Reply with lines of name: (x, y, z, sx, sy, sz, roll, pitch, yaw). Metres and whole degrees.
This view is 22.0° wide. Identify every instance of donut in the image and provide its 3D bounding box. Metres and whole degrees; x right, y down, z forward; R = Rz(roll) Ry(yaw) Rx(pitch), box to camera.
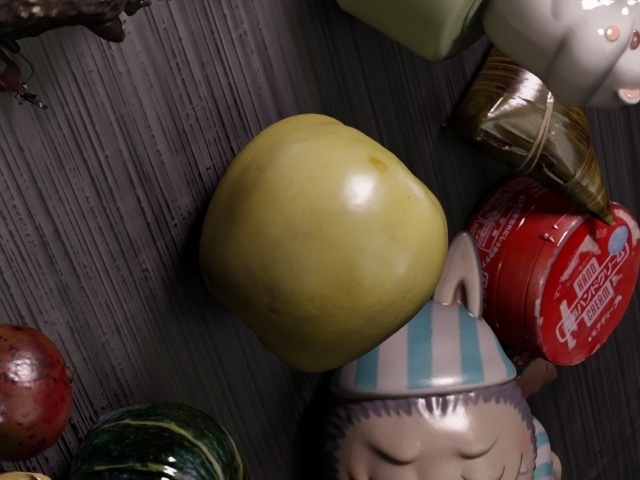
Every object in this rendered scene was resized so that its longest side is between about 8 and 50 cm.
donut: (0.244, 0.204, 2.180, 0.166, 0.065, 0.117, -58, 142, -15)

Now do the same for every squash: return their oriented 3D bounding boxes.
squash: (-0.165, 0.287, 1.618, 0.252, 0.165, 0.252, 8, 90, -74)

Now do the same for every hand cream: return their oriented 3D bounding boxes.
hand cream: (0.287, 0.034, 2.089, 0.230, 0.149, 0.230, -26, 128, -40)

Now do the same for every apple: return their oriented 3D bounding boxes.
apple: (0.000, 0.000, 1.662, 0.262, 0.262, 0.262, -24, 123, -42)

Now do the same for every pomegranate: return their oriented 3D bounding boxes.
pomegranate: (-0.298, 0.142, 1.473, 0.159, 0.129, 0.129, -16, 118, -35)

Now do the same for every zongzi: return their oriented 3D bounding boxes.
zongzi: (0.302, -0.176, 1.976, 0.241, 0.111, 0.247, 30, 79, -18)

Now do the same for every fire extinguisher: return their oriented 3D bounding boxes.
fire extinguisher: (-0.294, -0.174, 1.408, 0.173, 0.035, 0.049, 48, 31, -48)

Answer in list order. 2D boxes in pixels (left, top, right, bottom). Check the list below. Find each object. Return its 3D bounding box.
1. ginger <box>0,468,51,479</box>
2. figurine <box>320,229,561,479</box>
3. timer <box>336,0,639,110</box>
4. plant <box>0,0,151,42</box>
ginger: (-0.310, 0.317, 1.518, 0.138, 0.152, 0.267, -10, 134, -38)
figurine: (0.174, 0.174, 1.929, 0.361, 0.266, 0.377, -17, 123, -56)
timer: (0.219, -0.258, 1.664, 0.291, 0.315, 0.291, -46, 168, -12)
plant: (-0.221, -0.242, 1.328, 0.321, 0.182, 0.194, -20, 109, -47)
